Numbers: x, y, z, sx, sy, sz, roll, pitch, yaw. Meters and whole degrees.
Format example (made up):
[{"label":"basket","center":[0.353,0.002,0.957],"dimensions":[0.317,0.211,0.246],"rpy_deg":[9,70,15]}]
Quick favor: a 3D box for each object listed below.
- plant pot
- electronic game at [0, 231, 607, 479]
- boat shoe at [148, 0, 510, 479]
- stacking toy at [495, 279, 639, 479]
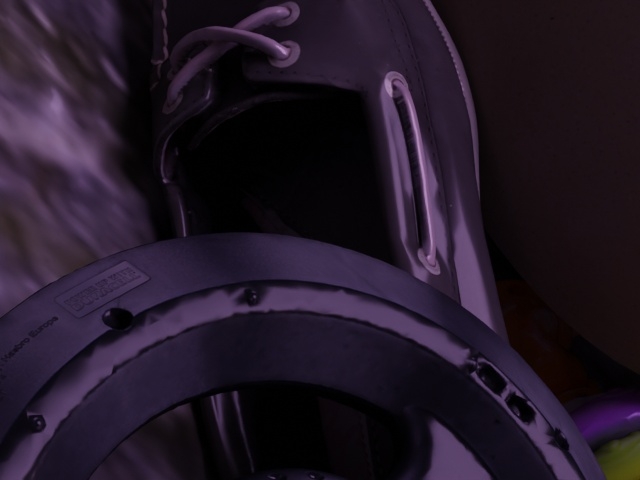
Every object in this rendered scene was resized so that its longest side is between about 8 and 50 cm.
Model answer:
[{"label":"plant pot","center":[0.203,-0.099,0.503],"dimensions":[0.284,0.191,0.284],"rpy_deg":[15,60,-27]},{"label":"electronic game","center":[-0.007,0.106,0.334],"dimensions":[0.229,0.048,0.229],"rpy_deg":[11,64,-23]},{"label":"boat shoe","center":[0.000,0.000,0.446],"dimensions":[0.095,0.112,0.335],"rpy_deg":[8,62,-60]},{"label":"stacking toy","center":[0.133,0.123,0.533],"dimensions":[0.302,0.175,0.166],"rpy_deg":[-120,-157,-44]}]
